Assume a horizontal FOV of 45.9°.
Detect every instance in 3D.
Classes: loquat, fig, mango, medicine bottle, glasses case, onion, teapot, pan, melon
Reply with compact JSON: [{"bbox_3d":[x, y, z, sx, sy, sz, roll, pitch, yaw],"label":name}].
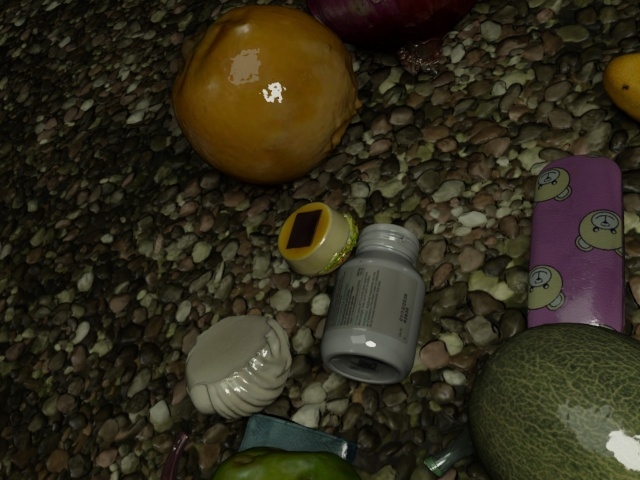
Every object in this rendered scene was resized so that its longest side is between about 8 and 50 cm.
[{"bbox_3d":[-0.096,-0.253,1.321,0.329,0.328,0.328,-14,53,20],"label":"loquat"},{"bbox_3d":[-0.042,0.388,0.895,0.206,0.206,0.274,-5,76,26],"label":"fig"},{"bbox_3d":[0.547,-0.227,1.092,0.262,0.109,0.157,1,69,34],"label":"mango"},{"bbox_3d":[0.083,0.088,1.103,0.135,0.135,0.215,-2,57,27],"label":"medicine bottle"},{"bbox_3d":[0.356,0.014,1.046,0.123,0.076,0.316,-4,57,26],"label":"glasses case"},{"bbox_3d":[0.151,-0.435,1.371,0.348,0.285,0.347,-16,11,3],"label":"onion"},{"bbox_3d":[0.188,0.268,0.988,0.111,0.043,0.042,-36,49,6],"label":"teapot"},{"bbox_3d":[-0.244,0.389,1.134,0.115,0.040,0.212,15,74,36],"label":"pan"},{"bbox_3d":[0.309,0.222,0.826,0.237,0.237,0.302,-48,50,-8],"label":"melon"}]

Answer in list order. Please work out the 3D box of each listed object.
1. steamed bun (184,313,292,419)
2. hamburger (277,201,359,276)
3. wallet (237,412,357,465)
[{"bbox_3d":[-0.117,0.197,1.148,0.183,0.106,0.183,-21,33,14],"label":"steamed bun"},{"bbox_3d":[0.000,0.000,1.246,0.141,0.081,0.126,-22,48,29],"label":"hamburger"},{"bbox_3d":[-0.088,0.425,1.023,0.191,0.046,0.379,8,62,32],"label":"wallet"}]
